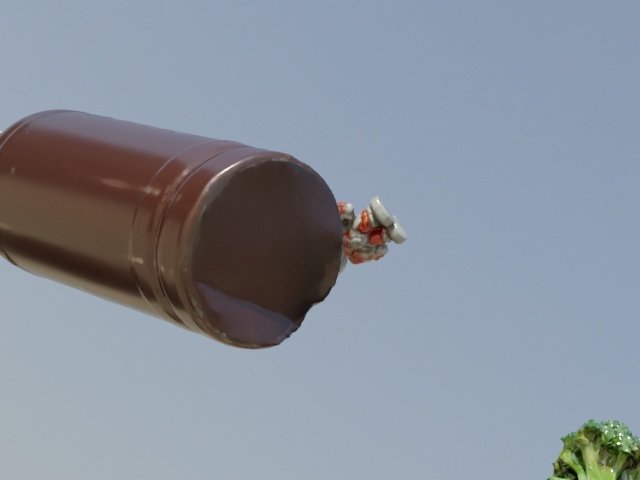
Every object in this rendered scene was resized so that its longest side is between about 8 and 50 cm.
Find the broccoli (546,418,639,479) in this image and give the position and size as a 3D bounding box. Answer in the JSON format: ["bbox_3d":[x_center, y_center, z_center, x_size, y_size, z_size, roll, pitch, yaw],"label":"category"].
[{"bbox_3d":[0.323,0.320,1.751,0.269,0.254,0.269,8,8,-1],"label":"broccoli"}]

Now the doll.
[{"bbox_3d":[0.000,0.000,1.612,0.180,0.079,0.094,-16,-50,40],"label":"doll"}]

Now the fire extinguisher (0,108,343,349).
[{"bbox_3d":[-0.124,-0.013,1.108,0.337,0.114,0.135,16,-35,52],"label":"fire extinguisher"}]
